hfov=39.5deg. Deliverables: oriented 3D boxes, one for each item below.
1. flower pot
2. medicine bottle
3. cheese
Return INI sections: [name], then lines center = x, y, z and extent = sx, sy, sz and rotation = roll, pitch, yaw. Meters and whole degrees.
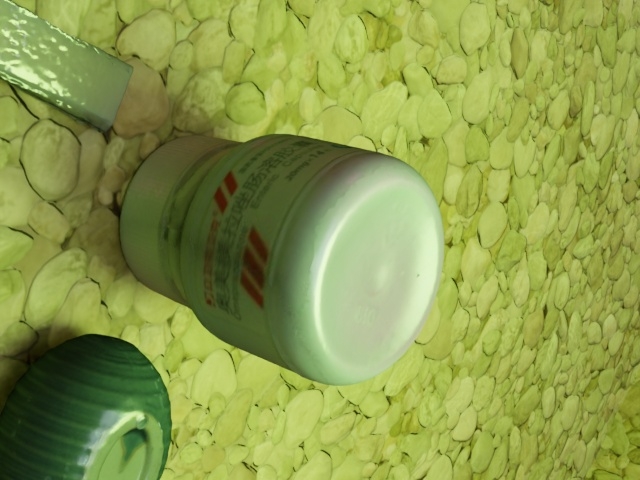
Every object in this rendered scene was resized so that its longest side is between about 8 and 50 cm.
[flower pot]
center = -0.262, 0.226, 0.987
extent = 0.189, 0.157, 0.242
rotation = 14, 94, -52
[medicine bottle]
center = -0.051, 0.003, 1.021
extent = 0.256, 0.325, 0.256
rotation = -21, 119, -43
[cheese]
center = -0.339, -0.213, 0.845
extent = 0.400, 0.034, 0.085
rotation = 27, 87, -49
